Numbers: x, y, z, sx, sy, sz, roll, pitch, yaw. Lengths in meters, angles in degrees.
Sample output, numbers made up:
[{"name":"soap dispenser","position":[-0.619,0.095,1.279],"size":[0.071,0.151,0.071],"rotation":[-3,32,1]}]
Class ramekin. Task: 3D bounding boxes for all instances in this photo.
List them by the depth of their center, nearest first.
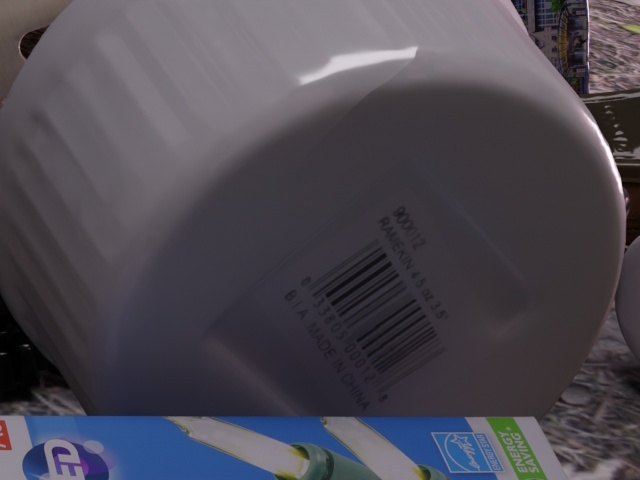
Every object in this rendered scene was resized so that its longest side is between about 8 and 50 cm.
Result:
[{"name":"ramekin","position":[0.000,0.000,0.809],"size":[0.277,0.277,0.135],"rotation":[1,31,-26]}]

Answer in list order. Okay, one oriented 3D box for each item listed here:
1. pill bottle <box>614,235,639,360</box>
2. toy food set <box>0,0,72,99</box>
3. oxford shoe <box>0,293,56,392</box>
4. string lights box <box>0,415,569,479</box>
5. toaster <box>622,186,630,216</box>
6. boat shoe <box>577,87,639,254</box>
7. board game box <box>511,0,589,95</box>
[{"name":"pill bottle","position":[0.282,0.030,1.072],"size":[0.215,0.117,0.117],"rotation":[-2,25,-32]},{"name":"toy food set","position":[-0.198,-0.190,1.379],"size":[0.219,0.092,0.306],"rotation":[-19,25,-4]},{"name":"oxford shoe","position":[-0.114,0.023,0.940],"size":[0.227,0.083,0.096],"rotation":[1,20,-28]},{"name":"string lights box","position":[-0.021,0.136,0.686],"size":[0.259,0.077,0.133],"rotation":[2,35,-22]},{"name":"toaster","position":[0.077,0.005,1.039],"size":[0.168,0.110,0.185],"rotation":[18,23,15]},{"name":"boat shoe","position":[0.209,-0.034,1.196],"size":[0.307,0.104,0.111],"rotation":[8,39,-4]},{"name":"board game box","position":[0.086,-0.093,1.241],"size":[0.194,0.194,0.060],"rotation":[-5,22,-3]}]
